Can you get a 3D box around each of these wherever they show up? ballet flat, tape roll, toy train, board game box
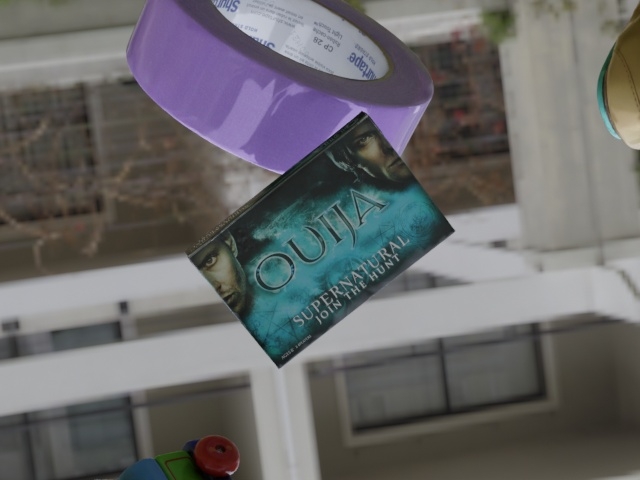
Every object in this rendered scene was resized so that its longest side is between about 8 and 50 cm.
[{"bbox_3d":[0.212,-0.132,0.828,0.073,0.080,0.232,-11,-142,35],"label":"ballet flat"},{"bbox_3d":[-0.036,-0.162,1.410,0.275,0.090,0.275,23,-155,-11],"label":"tape roll"},{"bbox_3d":[-0.100,0.286,1.294,0.143,0.105,0.248,-6,-134,-39],"label":"toy train"},{"bbox_3d":[0.000,0.000,1.244,0.186,0.126,0.026,-39,-164,-1],"label":"board game box"}]
